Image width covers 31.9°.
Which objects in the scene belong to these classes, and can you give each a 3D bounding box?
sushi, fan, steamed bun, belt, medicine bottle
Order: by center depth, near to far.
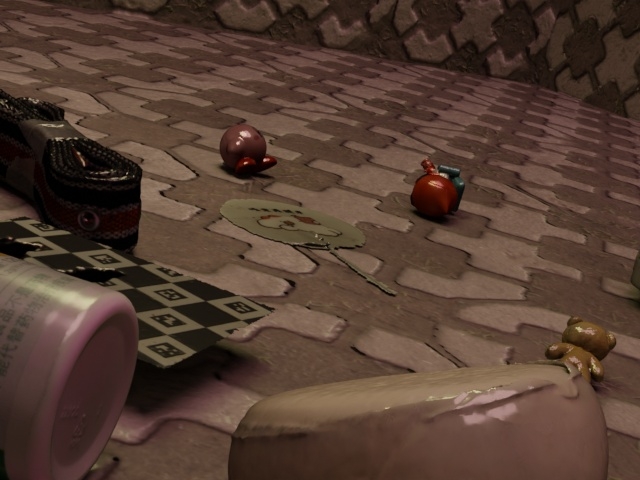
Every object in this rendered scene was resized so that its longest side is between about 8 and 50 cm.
[{"bbox_3d":[0.052,0.142,0.638,0.228,0.131,0.177,-12,-4,35],"label":"steamed bun"},{"bbox_3d":[-0.263,0.056,0.704,0.274,0.133,0.133,16,16,12],"label":"medicine bottle"},{"bbox_3d":[-0.201,0.052,0.932,0.279,0.043,0.192,19,16,19],"label":"sushi"},{"bbox_3d":[-0.295,-0.083,1.232,0.126,0.094,0.359,2,20,-39],"label":"belt"},{"bbox_3d":[0.000,-0.001,1.350,0.190,0.009,0.329,4,18,-31],"label":"fan"}]

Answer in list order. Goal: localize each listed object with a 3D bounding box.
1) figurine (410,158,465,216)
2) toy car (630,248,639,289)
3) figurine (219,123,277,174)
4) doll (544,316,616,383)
[{"bbox_3d":[0.171,-0.070,1.641,0.075,0.068,0.140,17,22,1],"label":"figurine"},{"bbox_3d":[0.584,0.008,1.414,0.336,0.226,0.242,17,16,18],"label":"toy car"},{"bbox_3d":[-0.111,-0.131,1.600,0.067,0.071,0.083,-25,-7,20],"label":"figurine"},{"bbox_3d":[0.252,0.111,1.097,0.061,0.051,0.093,25,19,13],"label":"doll"}]
